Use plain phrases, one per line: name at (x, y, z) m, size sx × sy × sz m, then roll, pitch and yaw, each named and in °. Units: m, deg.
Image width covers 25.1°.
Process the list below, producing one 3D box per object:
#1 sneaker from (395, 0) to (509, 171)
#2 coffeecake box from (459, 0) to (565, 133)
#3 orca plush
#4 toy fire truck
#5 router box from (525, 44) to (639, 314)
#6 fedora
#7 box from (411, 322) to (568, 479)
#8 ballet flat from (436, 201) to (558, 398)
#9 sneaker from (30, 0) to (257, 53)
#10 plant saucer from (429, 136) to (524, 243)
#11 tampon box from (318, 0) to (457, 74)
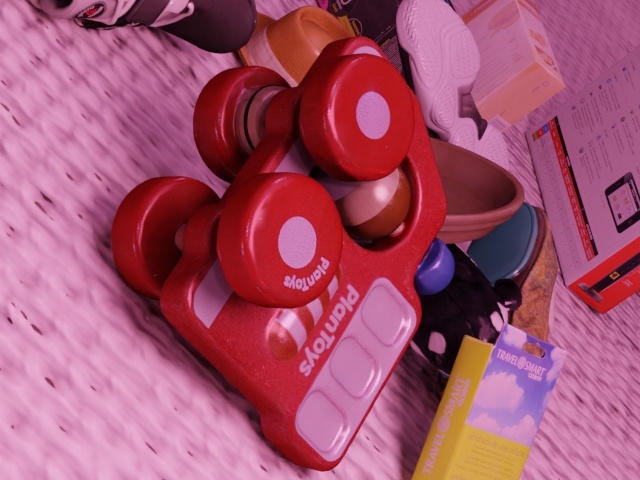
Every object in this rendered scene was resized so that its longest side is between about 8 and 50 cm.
sneaker at (0.099, -0.148, 1.564) m, size 0.101 × 0.153 × 0.268 m, roll -52°, pitch 133°, yaw -32°
coffeecake box at (0.237, -0.242, 1.951) m, size 0.068 × 0.142 × 0.185 m, roll 34°, pitch 32°, yaw -35°
orca plush at (0.119, 0.013, 1.405) m, size 0.287 × 0.151 × 0.102 m, roll -87°, pitch 172°, yaw -53°
toy fire truck at (0.000, 0.000, 1.163) m, size 0.254 × 0.169 × 0.302 m, roll 51°, pitch 58°, yaw -32°
router box at (0.439, -0.111, 1.937) m, size 0.082 × 0.301 × 0.335 m, roll 36°, pitch 31°, yaw -30°
fedora at (-0.009, -0.197, 1.567) m, size 0.194 × 0.079 × 0.194 m, roll 39°, pitch 29°, yaw -27°
box at (0.148, 0.165, 1.282) m, size 0.042 × 0.178 × 0.109 m, roll 18°, pitch -5°, yaw 46°
ballet flat at (0.199, 0.087, 1.519) m, size 0.123 × 0.123 × 0.348 m, roll 46°, pitch 30°, yaw -13°
sneaker at (-0.194, -0.236, 1.301) m, size 0.330 × 0.122 × 0.146 m, roll 33°, pitch 50°, yaw -37°
plant saucer at (0.058, -0.057, 1.393) m, size 0.278 × 0.041 × 0.278 m, roll 10°, pitch 19°, yaw -3°
tampon box at (0.095, -0.266, 1.797) m, size 0.161 × 0.101 × 0.120 m, roll 18°, pitch 42°, yaw -48°
